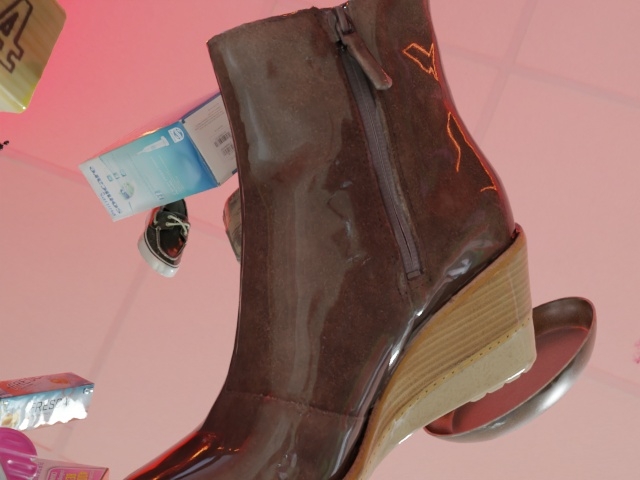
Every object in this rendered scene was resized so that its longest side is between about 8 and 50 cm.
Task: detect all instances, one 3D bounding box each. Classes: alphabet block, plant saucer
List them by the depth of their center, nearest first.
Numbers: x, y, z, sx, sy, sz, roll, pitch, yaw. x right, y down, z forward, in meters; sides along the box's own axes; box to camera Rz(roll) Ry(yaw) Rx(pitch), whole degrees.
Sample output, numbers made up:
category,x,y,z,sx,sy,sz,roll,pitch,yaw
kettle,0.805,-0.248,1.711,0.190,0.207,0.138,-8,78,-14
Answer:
category,x,y,z,sx,sy,sz,roll,pitch,yaw
alphabet block,-0.523,-0.320,1.096,0.192,0.197,0.193,10,-111,19
plant saucer,0.286,0.199,1.129,0.310,0.310,0.050,-38,-85,-4

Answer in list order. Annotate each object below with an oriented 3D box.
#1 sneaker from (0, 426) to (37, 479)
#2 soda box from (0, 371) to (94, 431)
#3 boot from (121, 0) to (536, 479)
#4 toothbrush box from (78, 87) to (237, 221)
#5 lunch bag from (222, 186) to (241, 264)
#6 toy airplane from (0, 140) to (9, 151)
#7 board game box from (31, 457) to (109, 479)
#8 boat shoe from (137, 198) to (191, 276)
category,x,y,z,sx,sy,sz,roll,pitch,yaw
sneaker,-0.366,0.299,0.726,0.111,0.103,0.252,3,-114,32
soda box,-0.431,0.244,1.142,0.058,0.183,0.063,18,-85,27
boot,-0.017,0.010,0.349,0.248,0.090,0.207,-25,-80,-24
toothbrush box,-0.243,-0.162,1.328,0.295,0.216,0.126,-12,-66,39
lunch bag,0.000,0.000,1.230,0.212,0.305,0.256,-42,-66,2
toy airplane,-0.474,-0.092,0.992,0.151,0.151,0.028,-32,-68,-1
board game box,-0.510,0.406,1.149,0.316,0.242,0.064,9,-80,-2
boat shoe,-0.265,-0.018,1.311,0.070,0.078,0.219,-47,-152,16
